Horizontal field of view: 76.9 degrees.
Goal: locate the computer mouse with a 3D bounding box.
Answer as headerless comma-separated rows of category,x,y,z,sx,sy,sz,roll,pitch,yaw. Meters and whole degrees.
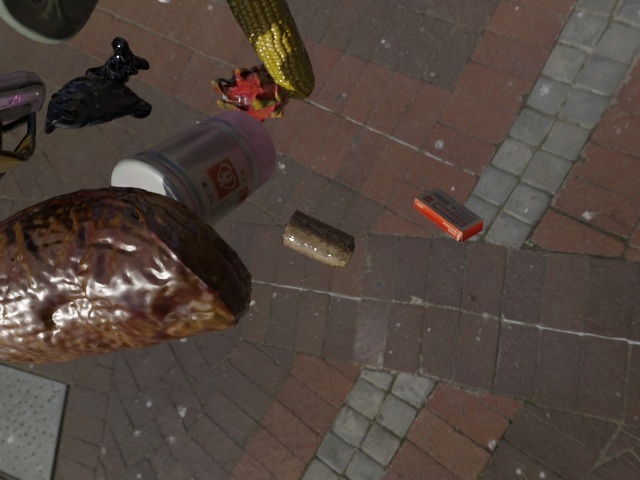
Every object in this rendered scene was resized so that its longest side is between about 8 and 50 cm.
computer mouse,-0.424,-0.473,0.639,0.095,0.197,0.330,12,68,4

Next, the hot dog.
hot dog,-0.293,0.062,0.577,0.388,0.266,0.174,-12,46,7

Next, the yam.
yam,0.000,0.000,1.359,0.239,0.128,0.129,23,124,6

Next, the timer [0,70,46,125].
timer,-0.878,-0.387,1.122,0.191,0.208,0.069,-26,103,45

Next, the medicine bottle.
medicine bottle,-0.258,-0.143,0.880,0.202,0.316,0.202,17,130,22

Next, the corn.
corn,-0.092,-0.395,0.772,0.102,0.310,0.101,-10,58,16

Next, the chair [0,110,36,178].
chair,-0.457,-0.119,0.471,0.247,0.159,0.172,-25,73,24

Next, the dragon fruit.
dragon fruit,-0.292,-0.625,1.721,0.308,0.243,0.227,22,131,0

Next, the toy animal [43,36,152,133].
toy animal,-0.351,-0.213,0.649,0.121,0.117,0.209,-18,43,27

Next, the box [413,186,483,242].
box,0.449,-0.094,1.414,0.123,0.050,0.229,-26,52,-26

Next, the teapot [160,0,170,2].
teapot,-0.390,-0.805,1.015,0.424,0.253,0.279,-42,68,56
